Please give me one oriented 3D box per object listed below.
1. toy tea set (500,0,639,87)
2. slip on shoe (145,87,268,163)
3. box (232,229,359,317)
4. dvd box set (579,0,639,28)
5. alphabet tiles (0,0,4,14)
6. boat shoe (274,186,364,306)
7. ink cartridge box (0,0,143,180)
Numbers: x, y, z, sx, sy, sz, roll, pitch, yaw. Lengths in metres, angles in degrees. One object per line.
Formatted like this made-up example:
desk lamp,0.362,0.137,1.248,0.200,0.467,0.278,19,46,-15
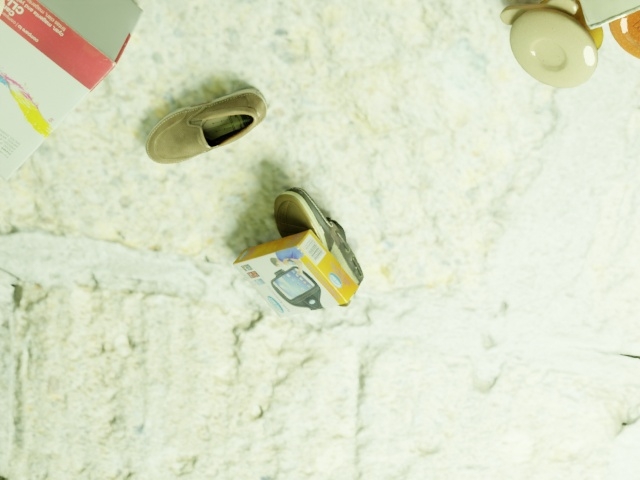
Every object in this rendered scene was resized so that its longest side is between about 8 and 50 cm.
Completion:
toy tea set,0.232,-0.292,1.241,0.200,0.124,0.336,3,133,40
slip on shoe,-0.115,-0.107,1.415,0.135,0.041,0.051,-18,119,17
box,-0.031,0.037,1.472,0.081,0.028,0.136,49,145,-17
dvd box set,0.257,-0.404,1.038,0.308,0.062,0.420,-21,97,29
alphabet tiles,-0.396,-0.174,1.303,0.284,0.021,0.278,-41,67,28
boat shoe,0.000,0.000,1.469,0.056,0.049,0.152,10,138,38
ink cartridge box,-0.276,-0.173,1.336,0.127,0.128,0.176,39,118,-18
